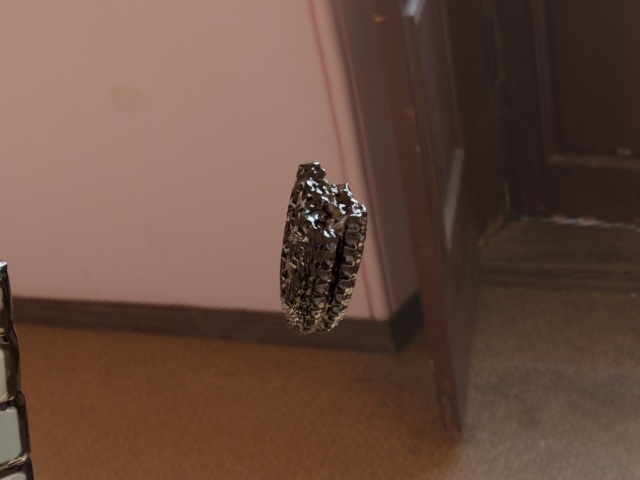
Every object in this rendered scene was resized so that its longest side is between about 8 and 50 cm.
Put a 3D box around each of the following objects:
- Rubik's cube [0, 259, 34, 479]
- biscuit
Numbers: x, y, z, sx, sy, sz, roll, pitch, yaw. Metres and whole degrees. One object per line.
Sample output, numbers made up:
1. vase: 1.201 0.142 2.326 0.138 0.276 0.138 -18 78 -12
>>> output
1. Rubik's cube: -0.266 0.094 0.497 0.187 0.184 0.182 -14 19 -42
2. biscuit: 0.000 0.000 0.448 0.027 0.089 0.087 7 64 -10
